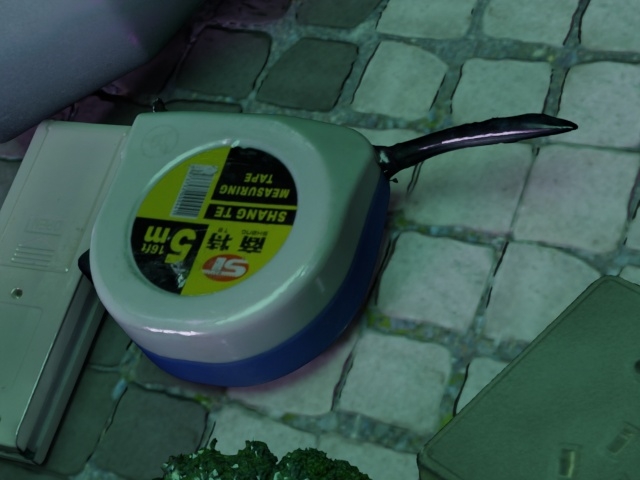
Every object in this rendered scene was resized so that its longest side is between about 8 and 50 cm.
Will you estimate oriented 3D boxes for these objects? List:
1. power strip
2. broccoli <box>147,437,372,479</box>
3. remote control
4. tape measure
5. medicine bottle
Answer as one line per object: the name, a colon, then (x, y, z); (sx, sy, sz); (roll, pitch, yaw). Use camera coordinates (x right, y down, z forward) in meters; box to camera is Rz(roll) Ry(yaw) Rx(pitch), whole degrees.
power strip: (0.194, 0.135, 0.839); (0.198, 0.065, 0.213); (31, 61, 35)
broccoli: (-0.064, 0.241, 0.784); (0.270, 0.270, 0.270); (-53, 24, -15)
remote control: (-0.216, 0.034, 1.071); (0.102, 0.055, 0.277); (6, 63, 25)
tape measure: (0.000, 0.000, 0.978); (0.351, 0.098, 0.215); (3, 59, 26)
medicine bottle: (-0.199, -0.251, 1.132); (0.290, 0.245, 0.245); (-26, 53, 2)
